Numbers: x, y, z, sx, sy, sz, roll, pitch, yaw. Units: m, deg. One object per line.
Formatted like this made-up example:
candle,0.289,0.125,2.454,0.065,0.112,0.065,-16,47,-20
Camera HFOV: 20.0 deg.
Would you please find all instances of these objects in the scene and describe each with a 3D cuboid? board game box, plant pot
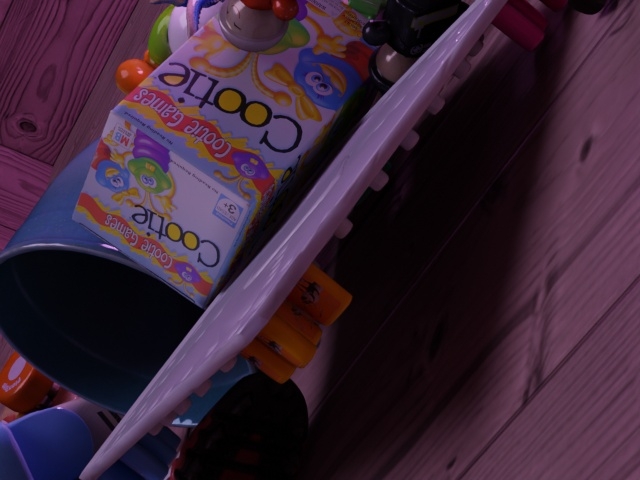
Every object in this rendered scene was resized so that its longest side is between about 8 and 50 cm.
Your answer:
board game box,0.000,0.000,1.342,0.390,0.050,0.390,-53,5,-31
plant pot,-0.144,-0.004,1.730,0.271,0.271,0.255,-47,16,55
board game box,-0.069,-0.098,1.580,0.275,0.144,0.142,-50,-8,-43

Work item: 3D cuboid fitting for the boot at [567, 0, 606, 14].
boot,0.204,-0.213,1.185,0.114,0.037,0.106,-67,15,-16

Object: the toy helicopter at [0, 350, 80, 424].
toy helicopter,-0.379,0.277,2.067,0.355,0.140,0.235,-26,39,41

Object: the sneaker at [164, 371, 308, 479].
sneaker,-0.096,0.216,1.504,0.135,0.097,0.276,-111,44,-67

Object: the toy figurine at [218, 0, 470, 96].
toy figurine,0.030,-0.241,1.527,0.148,0.213,0.209,104,-178,-53

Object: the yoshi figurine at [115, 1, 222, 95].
yoshi figurine,-0.138,-0.306,2.313,0.362,0.203,0.203,-59,25,25

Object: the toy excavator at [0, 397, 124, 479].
toy excavator,-0.248,0.226,1.857,0.433,0.445,0.222,66,159,1

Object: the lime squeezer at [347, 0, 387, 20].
lime squeezer,0.043,-0.213,1.783,0.110,0.059,0.310,57,-131,-70

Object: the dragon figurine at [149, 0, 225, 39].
dragon figurine,-0.117,-0.290,2.066,0.085,0.144,0.289,-59,30,22
